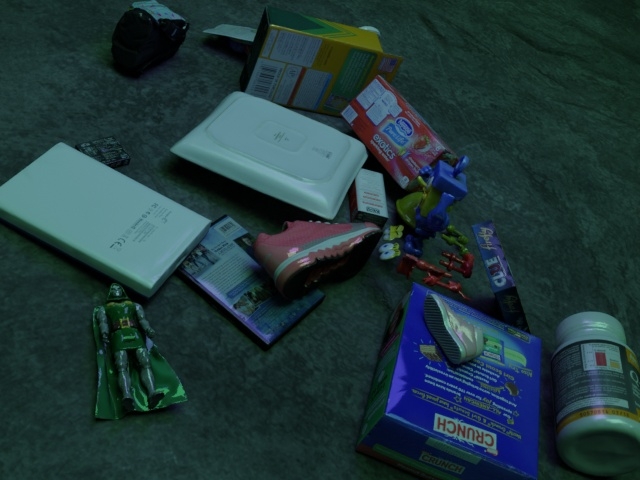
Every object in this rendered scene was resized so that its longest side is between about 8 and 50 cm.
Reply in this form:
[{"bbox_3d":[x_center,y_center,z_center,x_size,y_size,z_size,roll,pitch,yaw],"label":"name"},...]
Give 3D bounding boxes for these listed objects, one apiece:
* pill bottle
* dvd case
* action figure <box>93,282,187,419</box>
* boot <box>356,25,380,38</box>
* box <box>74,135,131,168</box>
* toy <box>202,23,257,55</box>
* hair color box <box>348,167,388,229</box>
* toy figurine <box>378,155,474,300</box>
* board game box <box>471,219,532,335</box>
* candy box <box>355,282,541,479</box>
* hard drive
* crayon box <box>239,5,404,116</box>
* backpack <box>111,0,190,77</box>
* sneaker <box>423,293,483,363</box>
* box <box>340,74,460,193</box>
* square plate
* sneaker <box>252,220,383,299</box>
[{"bbox_3d":[0.506,0.274,1.528,0.162,0.162,0.278,21,42,-8],"label":"pill bottle"},{"bbox_3d":[-0.137,0.069,1.501,0.253,0.022,0.180,39,43,12],"label":"dvd case"},{"bbox_3d":[-0.301,0.159,1.298,0.137,0.063,0.232,-4,47,-27],"label":"action figure"},{"bbox_3d":[0.088,-0.501,2.169,0.190,0.069,0.086,-15,63,-28],"label":"boot"},{"bbox_3d":[-0.416,-0.165,1.591,0.083,0.018,0.067,-23,61,-41],"label":"box"},{"bbox_3d":[-0.148,-0.469,1.995,0.237,0.056,0.137,10,22,10],"label":"toy"},{"bbox_3d":[0.099,-0.090,1.769,0.072,0.043,0.141,14,42,-15],"label":"hair color box"},{"bbox_3d":[0.254,-0.069,1.629,0.191,0.217,0.362,24,23,0],"label":"toy figurine"},{"bbox_3d":[0.352,0.098,1.587,0.042,0.243,0.165,-19,47,10],"label":"board game box"},{"bbox_3d":[0.230,0.259,1.427,0.268,0.122,0.317,25,40,-3],"label":"candy box"},{"bbox_3d":[-0.380,-0.041,1.452,0.319,0.040,0.210,27,41,6],"label":"hard drive"},{"bbox_3d":[-0.001,-0.395,1.904,0.323,0.203,0.083,9,45,-21],"label":"crayon box"},{"bbox_3d":[-0.369,-0.455,1.820,0.115,0.152,0.182,42,30,2],"label":"backpack"},{"bbox_3d":[0.228,0.147,1.412,0.070,0.051,0.134,-4,52,-31],"label":"sneaker"},{"bbox_3d":[0.179,-0.228,1.858,0.257,0.128,0.123,53,16,27],"label":"box"},{"bbox_3d":[-0.086,-0.197,1.719,0.344,0.049,0.347,23,33,4],"label":"square plate"},{"bbox_3d":[0.000,0.000,1.552,0.136,0.116,0.314,43,33,21],"label":"sneaker"}]
